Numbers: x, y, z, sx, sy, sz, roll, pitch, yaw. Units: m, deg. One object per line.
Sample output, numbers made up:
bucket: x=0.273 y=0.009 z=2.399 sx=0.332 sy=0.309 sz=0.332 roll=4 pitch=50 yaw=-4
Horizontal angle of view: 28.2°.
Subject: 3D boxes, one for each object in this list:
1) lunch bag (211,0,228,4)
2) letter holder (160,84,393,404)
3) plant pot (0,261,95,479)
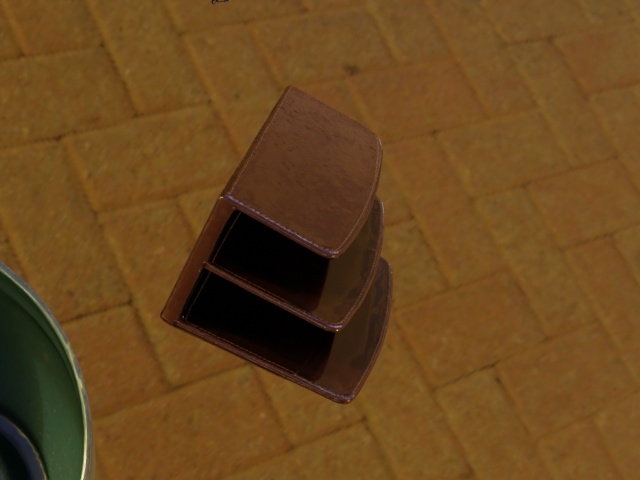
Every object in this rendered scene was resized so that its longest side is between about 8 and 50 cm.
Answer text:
lunch bag: x=-0.106 y=-0.296 z=1.330 sx=0.065 sy=0.067 sz=0.098 roll=-12 pitch=112 yaw=-41
letter holder: x=0.000 y=0.000 z=1.292 sx=0.214 sy=0.152 sz=0.302 roll=28 pitch=28 yaw=-3
plant pot: x=-0.279 y=0.162 z=0.835 sx=0.293 sy=0.196 sz=0.293 roll=0 pitch=68 yaw=1
